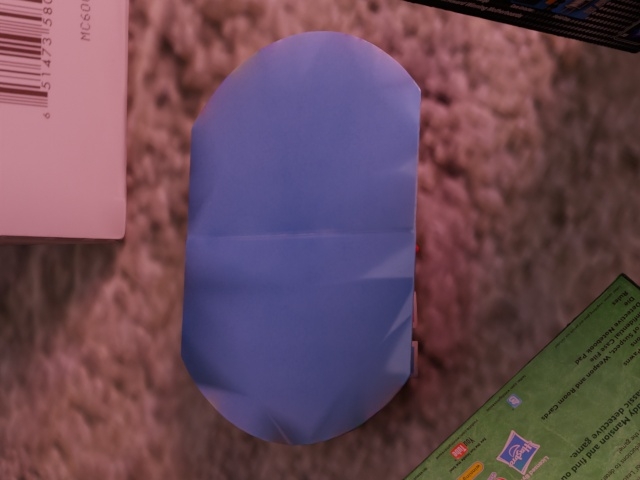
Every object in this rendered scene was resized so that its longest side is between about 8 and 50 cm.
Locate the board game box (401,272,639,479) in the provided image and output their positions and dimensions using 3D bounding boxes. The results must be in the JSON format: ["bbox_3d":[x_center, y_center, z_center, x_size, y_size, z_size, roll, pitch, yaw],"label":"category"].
[{"bbox_3d":[0.060,0.139,0.659,0.260,0.030,0.136,-41,55,-9],"label":"board game box"}]

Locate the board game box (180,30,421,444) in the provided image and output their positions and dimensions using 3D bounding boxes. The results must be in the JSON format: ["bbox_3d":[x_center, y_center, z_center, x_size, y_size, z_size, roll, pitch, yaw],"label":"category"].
[{"bbox_3d":[0.000,0.000,0.803,0.133,0.033,0.168,-3,82,45],"label":"board game box"}]

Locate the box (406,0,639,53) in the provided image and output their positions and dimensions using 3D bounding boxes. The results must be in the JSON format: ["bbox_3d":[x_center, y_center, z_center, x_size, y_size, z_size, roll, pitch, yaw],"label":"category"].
[{"bbox_3d":[0.115,-0.132,0.606,0.184,0.191,0.045,-32,68,34],"label":"box"}]

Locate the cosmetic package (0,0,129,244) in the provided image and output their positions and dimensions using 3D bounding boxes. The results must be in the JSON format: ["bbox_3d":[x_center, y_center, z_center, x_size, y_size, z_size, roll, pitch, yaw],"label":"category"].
[{"bbox_3d":[-0.274,-0.092,0.950,0.365,0.155,0.197,1,90,40],"label":"cosmetic package"}]
